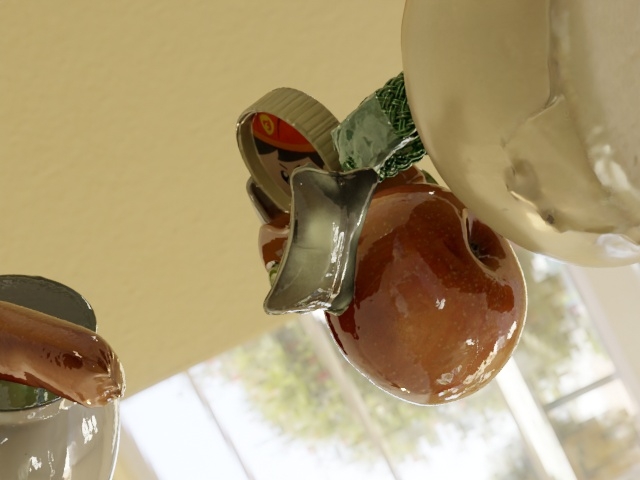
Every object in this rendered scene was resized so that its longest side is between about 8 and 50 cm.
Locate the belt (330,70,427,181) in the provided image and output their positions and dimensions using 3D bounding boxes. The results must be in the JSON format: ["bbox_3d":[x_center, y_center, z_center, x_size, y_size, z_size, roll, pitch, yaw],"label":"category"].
[{"bbox_3d":[0.077,-0.122,1.602,0.079,0.151,0.121,54,-176,13],"label":"belt"}]

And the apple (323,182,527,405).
[{"bbox_3d":[0.097,0.042,1.499,0.201,0.162,0.201,29,-149,-20],"label":"apple"}]

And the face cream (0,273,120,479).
[{"bbox_3d":[-0.377,0.243,2.045,0.312,0.219,0.357,-40,-36,-46],"label":"face cream"}]

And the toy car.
[{"bbox_3d":[-0.006,-0.057,1.729,0.235,0.145,0.235,35,147,28],"label":"toy car"}]

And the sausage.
[{"bbox_3d":[-0.328,0.112,1.794,0.083,0.300,0.089,-50,-42,-37],"label":"sausage"}]

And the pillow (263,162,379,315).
[{"bbox_3d":[0.002,0.001,1.385,0.091,0.055,0.136,-15,-61,-62],"label":"pillow"}]

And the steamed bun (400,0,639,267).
[{"bbox_3d":[0.211,-0.159,1.396,0.374,0.241,0.374,1,-92,-45],"label":"steamed bun"}]
